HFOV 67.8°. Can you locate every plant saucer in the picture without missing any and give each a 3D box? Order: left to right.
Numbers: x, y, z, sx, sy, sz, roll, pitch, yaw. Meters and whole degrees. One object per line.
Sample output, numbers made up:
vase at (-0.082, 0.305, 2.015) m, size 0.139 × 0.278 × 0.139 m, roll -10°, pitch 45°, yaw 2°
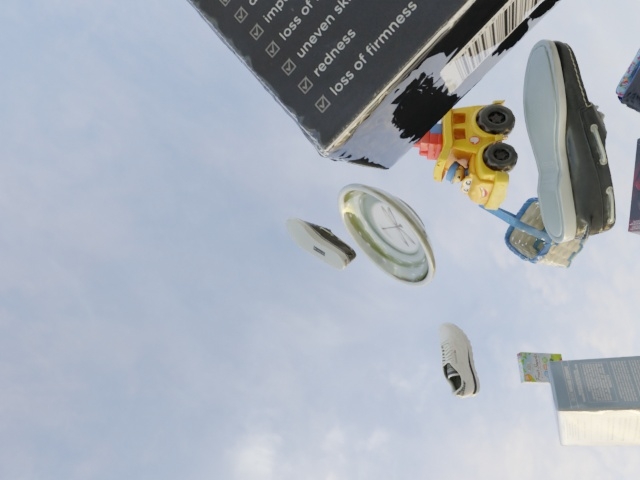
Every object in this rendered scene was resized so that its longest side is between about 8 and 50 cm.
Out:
plant saucer at (0.224, -0.033, 1.504) m, size 0.100 × 0.400 × 0.400 m, roll -40°, pitch -83°, yaw -20°

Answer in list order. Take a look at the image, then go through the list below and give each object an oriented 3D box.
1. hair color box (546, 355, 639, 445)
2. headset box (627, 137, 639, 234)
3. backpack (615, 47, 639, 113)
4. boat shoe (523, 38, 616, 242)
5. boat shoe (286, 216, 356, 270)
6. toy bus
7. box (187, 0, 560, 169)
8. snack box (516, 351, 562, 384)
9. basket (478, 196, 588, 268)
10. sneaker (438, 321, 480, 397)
hair color box at (0.669, 0.321, 0.950) m, size 0.113 × 0.374 × 0.185 m, roll -79°, pitch -29°, yaw -41°
headset box at (0.912, -0.130, 1.188) m, size 0.110 × 0.218 × 0.293 m, roll 11°, pitch -95°, yaw -16°
backpack at (0.794, -0.359, 1.080) m, size 0.173 × 0.158 × 0.117 m, roll 2°, pitch -147°, yaw -21°
boat shoe at (0.377, -0.150, 0.717) m, size 0.091 × 0.114 × 0.302 m, roll -11°, pitch -75°, yaw 2°
boat shoe at (0.000, 0.000, 1.320) m, size 0.219 × 0.078 × 0.070 m, roll 37°, pitch -132°, yaw 19°
toy bus at (0.305, -0.189, 1.040) m, size 0.211 × 0.149 × 0.220 m, roll 3°, pitch -117°, yaw 6°
box at (0.065, -0.424, 0.596) m, size 0.472 × 0.480 × 0.297 m, roll 50°, pitch -160°, yaw 11°
snack box at (0.738, 0.428, 1.591) m, size 0.141 × 0.037 × 0.100 m, roll 3°, pitch -118°, yaw -1°
basket at (0.678, -0.043, 1.542) m, size 0.289 × 0.255 × 0.201 m, roll 17°, pitch -72°, yaw -15°
sneaker at (0.405, 0.357, 1.446) m, size 0.095 × 0.090 × 0.235 m, roll 10°, pitch -129°, yaw -33°
